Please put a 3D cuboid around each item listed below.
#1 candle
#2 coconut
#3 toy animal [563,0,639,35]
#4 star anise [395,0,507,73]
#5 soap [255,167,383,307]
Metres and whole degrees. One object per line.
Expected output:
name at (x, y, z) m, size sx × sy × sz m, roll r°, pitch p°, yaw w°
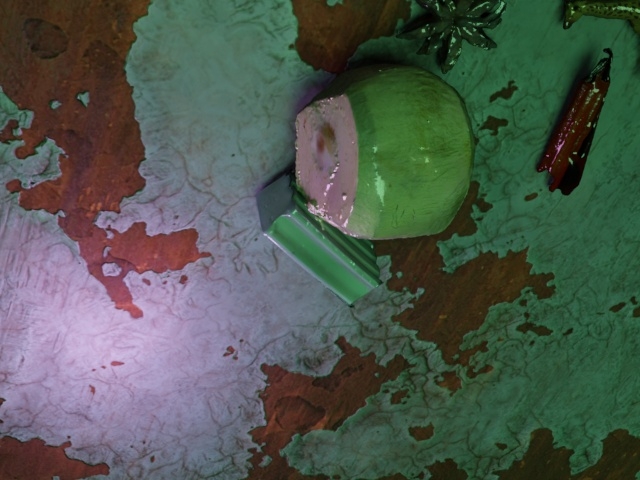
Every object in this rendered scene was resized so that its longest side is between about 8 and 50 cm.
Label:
candle at (0.465, -0.206, 1.551) m, size 0.084 × 0.059 × 0.302 m, roll 3°, pitch 131°, yaw -11°
coconut at (0.116, -0.141, 1.394) m, size 0.254 × 0.297 × 0.297 m, roll -5°, pitch 127°, yaw -27°
toy animal at (0.536, -0.366, 1.466) m, size 0.275 × 0.054 × 0.149 m, roll 23°, pitch 122°, yaw -27°
star anise at (0.212, -0.354, 1.400) m, size 0.182 × 0.065 × 0.195 m, roll -5°, pitch 129°, yaw -7°
soap at (0.000, 0.000, 1.553) m, size 0.094 × 0.150 × 0.261 m, roll -35°, pitch 124°, yaw 19°
